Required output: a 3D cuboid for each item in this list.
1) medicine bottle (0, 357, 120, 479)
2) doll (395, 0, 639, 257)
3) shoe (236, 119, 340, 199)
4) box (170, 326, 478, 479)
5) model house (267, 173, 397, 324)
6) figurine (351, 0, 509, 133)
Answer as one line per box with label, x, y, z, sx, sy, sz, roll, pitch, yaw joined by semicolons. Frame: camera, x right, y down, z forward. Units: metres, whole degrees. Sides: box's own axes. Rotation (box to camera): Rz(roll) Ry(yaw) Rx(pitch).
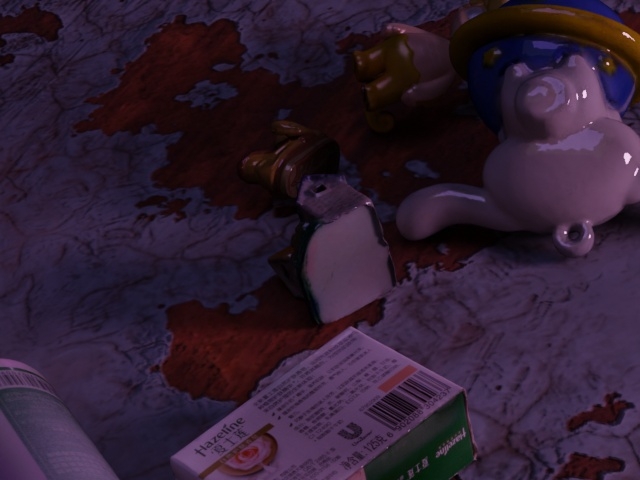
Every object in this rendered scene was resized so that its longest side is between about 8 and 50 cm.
medicine bottle;-0.210;0.208;1.494;0.133;0.133;0.274;-26;36;-17
doll;0.234;-0.114;1.752;0.311;0.160;0.243;8;52;22
shoe;-0.029;-0.079;1.879;0.069;0.072;0.109;12;42;23
box;0.004;0.166;1.530;0.199;0.081;0.135;-32;39;-28
model house;0.000;0.000;1.738;0.087;0.101;0.100;-27;37;-16
figurine;0.155;-0.182;1.923;0.246;0.131;0.156;-13;70;-2
